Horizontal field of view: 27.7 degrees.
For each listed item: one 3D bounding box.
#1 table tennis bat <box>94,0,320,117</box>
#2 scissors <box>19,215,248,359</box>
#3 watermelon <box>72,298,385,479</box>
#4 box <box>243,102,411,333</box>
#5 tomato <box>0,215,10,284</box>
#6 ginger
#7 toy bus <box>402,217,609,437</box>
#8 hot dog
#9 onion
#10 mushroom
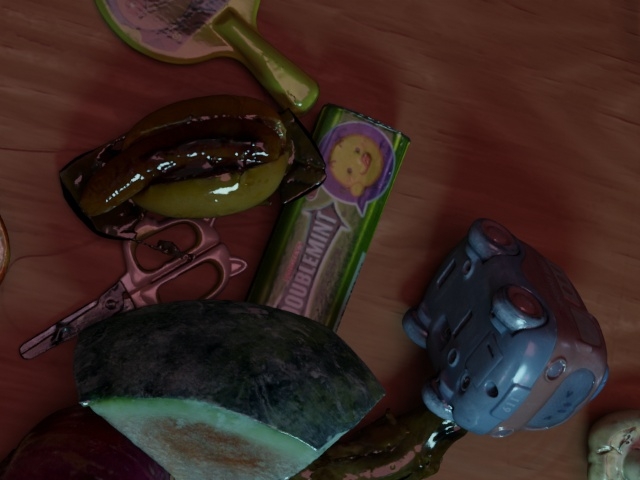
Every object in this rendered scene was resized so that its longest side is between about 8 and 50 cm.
[{"bbox_3d":[-0.144,-0.304,1.733,0.369,0.054,0.224,45,78,-6],"label":"table tennis bat"},{"bbox_3d":[-0.251,0.072,1.702,0.317,0.024,0.160,-31,96,-14],"label":"scissors"},{"bbox_3d":[-0.117,0.220,1.597,0.387,0.228,0.258,8,125,-4],"label":"watermelon"},{"bbox_3d":[0.000,0.000,1.737,0.134,0.097,0.345,24,83,-11],"label":"box"},{"bbox_3d":[-0.505,0.004,1.599,0.237,0.095,0.236,-1,92,-16],"label":"tomato"},{"bbox_3d":[0.052,0.290,1.736,0.309,0.107,0.133,-9,103,-12],"label":"ginger"},{"bbox_3d":[0.264,0.127,1.720,0.232,0.294,0.197,19,122,-24],"label":"toy bus"},{"bbox_3d":[-0.163,-0.090,1.644,0.326,0.107,0.194,-26,78,-6],"label":"hot dog"},{"bbox_3d":[-0.295,0.331,1.580,0.272,0.230,0.256,6,86,-8],"label":"onion"},{"bbox_3d":[0.446,0.316,1.840,0.154,0.122,0.154,0,92,-9],"label":"mushroom"}]
